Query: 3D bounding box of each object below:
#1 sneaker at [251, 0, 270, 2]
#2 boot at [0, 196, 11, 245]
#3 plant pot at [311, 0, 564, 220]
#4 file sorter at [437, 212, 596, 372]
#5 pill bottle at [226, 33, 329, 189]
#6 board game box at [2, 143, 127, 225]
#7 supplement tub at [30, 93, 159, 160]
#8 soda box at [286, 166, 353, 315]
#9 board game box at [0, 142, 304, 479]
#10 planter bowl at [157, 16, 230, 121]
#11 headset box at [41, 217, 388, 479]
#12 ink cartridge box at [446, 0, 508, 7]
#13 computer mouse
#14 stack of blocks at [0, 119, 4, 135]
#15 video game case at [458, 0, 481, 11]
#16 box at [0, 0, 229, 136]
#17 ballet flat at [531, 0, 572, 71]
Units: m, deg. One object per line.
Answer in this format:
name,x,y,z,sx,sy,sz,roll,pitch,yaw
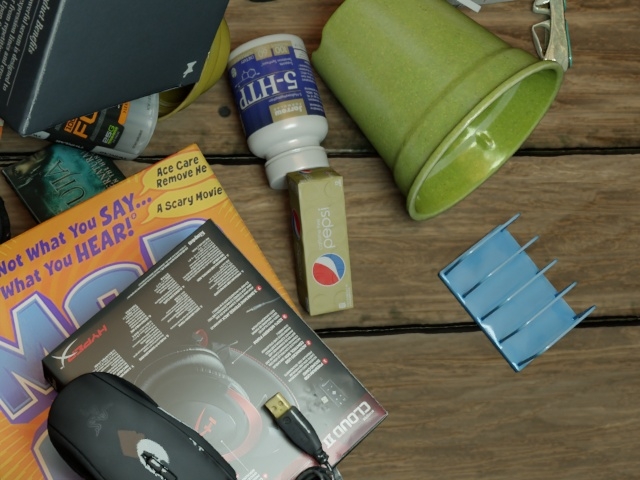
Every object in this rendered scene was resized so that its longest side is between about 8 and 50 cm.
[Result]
sneaker,0.009,-0.462,1.873,0.295,0.124,0.179,-20,78,9
boot,-0.488,-0.032,1.647,0.207,0.094,0.247,-14,120,-13
plant pot,0.133,-0.210,1.795,0.276,0.276,0.254,-39,73,-18
file sorter,0.265,0.065,1.805,0.118,0.104,0.170,-37,83,-18
pill bottle,-0.051,-0.169,1.807,0.112,0.112,0.187,-14,77,-14
board game box,-0.310,-0.058,1.724,0.126,0.026,0.186,-29,51,-17
supplement tub,-0.308,-0.175,1.697,0.190,0.117,0.117,13,71,-29
soda box,0.000,0.000,1.752,0.061,0.058,0.181,-10,110,-14
board game box,-0.219,0.170,1.551,0.356,0.356,0.357,-29,82,-16
planter bowl,-0.184,-0.258,1.794,0.090,0.217,0.217,4,70,-46
headset box,-0.095,0.163,1.329,0.218,0.110,0.293,-42,85,-17
ink cartridge box,0.206,-0.379,1.920,0.180,0.104,0.060,-8,75,-13
computer mouse,-0.109,0.191,1.229,0.262,0.060,0.184,44,76,4
stack of blocks,-0.482,-0.211,1.734,0.171,0.087,0.297,13,73,-16
video game case,0.150,-0.343,1.804,0.122,0.087,0.011,27,102,-21
box,-0.343,-0.346,1.600,0.395,0.212,0.293,41,38,19
ballet flat,0.329,-0.322,1.954,0.052,0.057,0.168,-2,74,-1
